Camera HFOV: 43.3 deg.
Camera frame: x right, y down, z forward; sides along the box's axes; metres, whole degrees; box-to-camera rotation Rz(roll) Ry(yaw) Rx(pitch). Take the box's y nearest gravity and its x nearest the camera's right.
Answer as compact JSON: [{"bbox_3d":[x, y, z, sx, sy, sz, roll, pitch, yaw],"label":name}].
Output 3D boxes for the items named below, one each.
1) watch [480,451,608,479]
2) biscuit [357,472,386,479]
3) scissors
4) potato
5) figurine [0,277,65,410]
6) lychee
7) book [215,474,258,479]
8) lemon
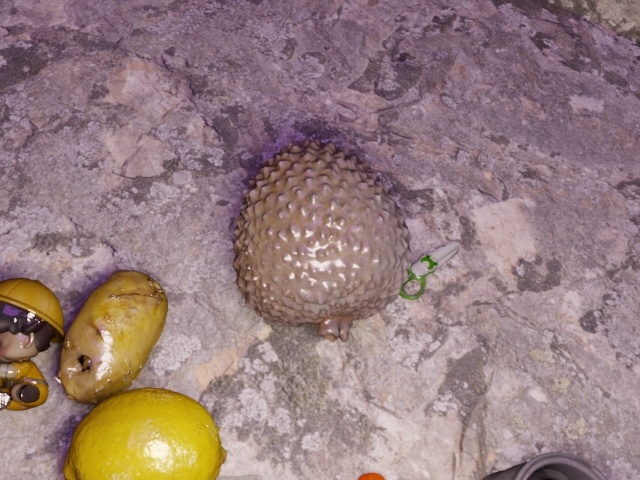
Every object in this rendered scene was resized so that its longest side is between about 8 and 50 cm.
[{"bbox_3d":[0.402,0.566,1.424,0.326,0.314,0.335,-24,76,-35],"label":"watch"},{"bbox_3d":[0.107,0.547,1.471,0.165,0.036,0.250,4,50,25],"label":"biscuit"},{"bbox_3d":[0.248,0.059,1.872,0.204,0.027,0.101,-30,66,-24],"label":"scissors"},{"bbox_3d":[-0.414,0.187,1.613,0.173,0.140,0.300,47,48,-27],"label":"potato"},{"bbox_3d":[-0.584,0.201,1.573,0.167,0.192,0.257,6,74,-49],"label":"figurine"},{"bbox_3d":[0.000,0.000,1.673,0.380,0.380,0.432,-6,72,-12],"label":"lychee"},{"bbox_3d":[-0.170,0.523,1.497,0.118,0.012,0.172,-2,56,-9],"label":"book"},{"bbox_3d":[-0.311,0.378,1.447,0.263,0.236,0.236,14,52,-25],"label":"lemon"}]
